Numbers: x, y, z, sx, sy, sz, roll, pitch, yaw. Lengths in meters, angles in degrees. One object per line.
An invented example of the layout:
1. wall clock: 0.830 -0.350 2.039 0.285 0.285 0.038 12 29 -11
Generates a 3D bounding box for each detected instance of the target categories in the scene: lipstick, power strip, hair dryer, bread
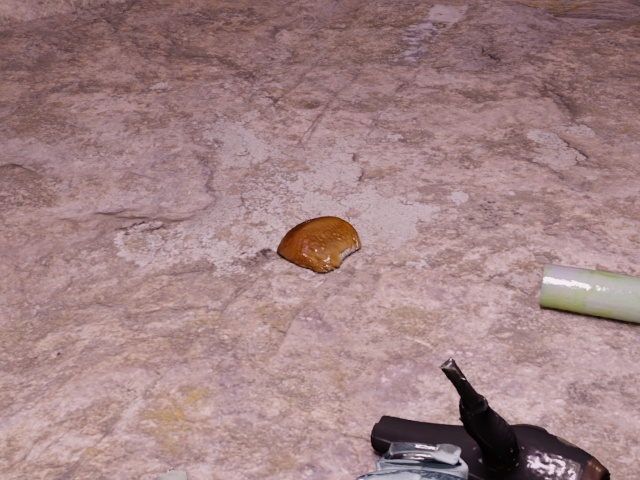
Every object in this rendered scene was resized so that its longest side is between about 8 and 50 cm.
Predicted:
1. lipstick: 0.494 0.093 1.438 0.304 0.076 0.076 8 36 14
2. power strip: -0.185 0.325 1.172 0.040 0.016 0.090 -8 34 -8
3. hair dryer: 0.160 0.206 1.066 0.303 0.359 0.120 14 63 32
4. bread: 0.000 0.000 1.618 0.126 0.044 0.129 25 39 31

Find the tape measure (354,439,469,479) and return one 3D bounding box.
1. tape measure: 0.084 0.353 0.918 0.147 0.256 0.275 3 8 9
